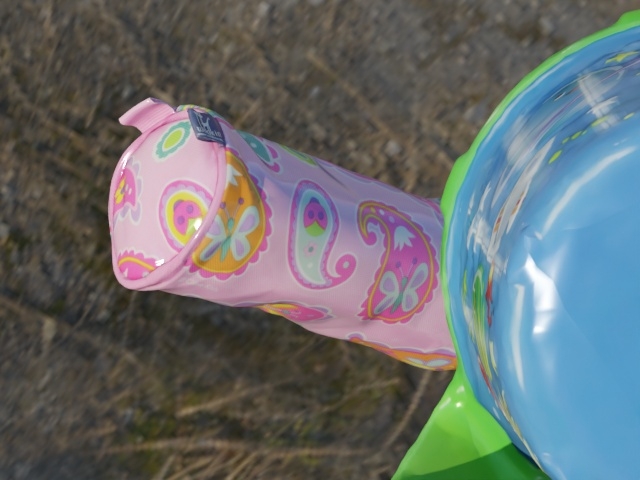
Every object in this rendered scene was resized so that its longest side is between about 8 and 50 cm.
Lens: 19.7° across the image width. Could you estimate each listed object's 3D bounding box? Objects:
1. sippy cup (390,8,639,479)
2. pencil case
[{"bbox_3d":[0.158,0.023,0.741,0.240,0.224,0.305,14,98,6],"label":"sippy cup"},{"bbox_3d":[0.000,0.000,1.146,0.284,0.124,0.124,19,65,-38],"label":"pencil case"}]
